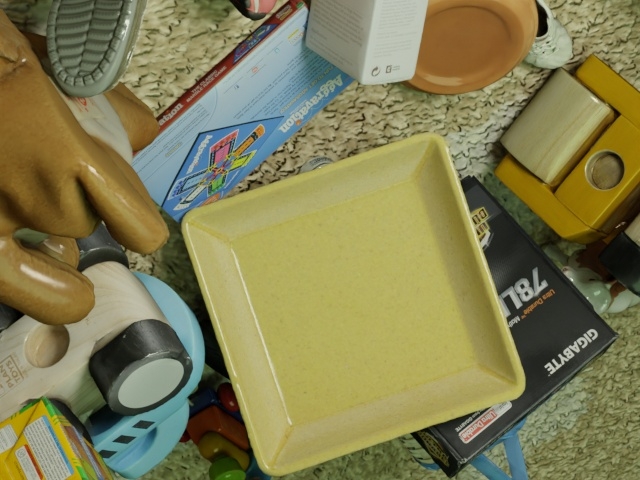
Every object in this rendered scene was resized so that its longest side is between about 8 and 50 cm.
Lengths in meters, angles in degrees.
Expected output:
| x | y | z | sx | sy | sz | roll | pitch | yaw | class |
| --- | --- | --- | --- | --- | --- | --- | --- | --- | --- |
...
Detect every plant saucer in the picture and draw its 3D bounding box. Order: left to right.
| x | y | z | sx | sy | sz | roll | pitch | yaw | class |
| --- | --- | --- | --- | --- | --- | --- | --- | --- | --- |
| 0.038 | 0.076 | 1.835 | 0.332 | 0.333 | 0.081 | -18 | 178 | 0 | plant saucer |
| 0.163 | -0.242 | 1.820 | 0.199 | 0.037 | 0.200 | -4 | 139 | -3 | plant saucer |

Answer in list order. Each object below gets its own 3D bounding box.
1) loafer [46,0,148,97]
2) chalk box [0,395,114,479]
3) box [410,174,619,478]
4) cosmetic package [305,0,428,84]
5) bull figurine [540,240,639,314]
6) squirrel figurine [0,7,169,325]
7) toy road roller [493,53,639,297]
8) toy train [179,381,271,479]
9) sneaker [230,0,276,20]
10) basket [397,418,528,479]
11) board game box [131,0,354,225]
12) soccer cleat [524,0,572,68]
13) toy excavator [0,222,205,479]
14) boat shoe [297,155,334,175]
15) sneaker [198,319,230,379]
| x | y | z | sx | sy | sz | roll | pitch | yaw | class |
| --- | --- | --- | --- | --- | --- | --- | --- | --- | --- |
| -0.198 | -0.251 | 1.499 | 0.087 | 0.094 | 0.251 | 42 | 55 | -63 | loafer |
| -0.279 | 0.287 | 1.607 | 0.132 | 0.132 | 0.213 | -34 | 147 | -4 | chalk box |
| 0.180 | 0.105 | 1.962 | 0.295 | 0.293 | 0.073 | -34 | 163 | -24 | box |
| 0.060 | -0.300 | 1.674 | 0.085 | 0.117 | 0.231 | -12 | 127 | -36 | cosmetic package |
| 0.433 | 0.027 | 2.189 | 0.310 | 0.188 | 0.101 | -10 | 130 | -29 | bull figurine |
| -0.397 | -0.049 | 1.524 | 0.370 | 0.281 | 0.397 | -38 | 125 | 14 | squirrel figurine |
| 0.418 | -0.070 | 2.026 | 0.202 | 0.329 | 0.240 | -51 | 155 | 13 | toy road roller |
| -0.141 | 0.264 | 2.003 | 0.105 | 0.143 | 0.248 | -33 | 140 | 12 | toy train |
| -0.052 | -0.366 | 1.559 | 0.136 | 0.116 | 0.314 | -22 | 135 | -20 | sneaker |
| 0.197 | 0.205 | 2.121 | 0.201 | 0.255 | 0.289 | -25 | 144 | 19 | basket |
| -0.095 | -0.146 | 1.783 | 0.281 | 0.027 | 0.145 | -41 | 137 | 2 | board game box |
| 0.268 | -0.262 | 1.905 | 0.068 | 0.076 | 0.196 | -45 | 138 | 6 | soccer cleat |
| -0.297 | 0.249 | 1.866 | 0.433 | 0.222 | 0.445 | -38 | 147 | 0 | toy excavator |
| 0.000 | 0.000 | 1.944 | 0.077 | 0.070 | 0.219 | -18 | 134 | -23 | boat shoe |
| -0.045 | 0.152 | 2.027 | 0.146 | 0.122 | 0.330 | -57 | 138 | -5 | sneaker |
